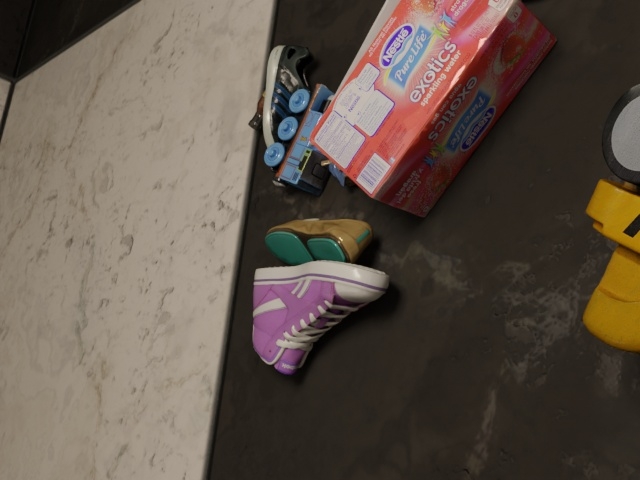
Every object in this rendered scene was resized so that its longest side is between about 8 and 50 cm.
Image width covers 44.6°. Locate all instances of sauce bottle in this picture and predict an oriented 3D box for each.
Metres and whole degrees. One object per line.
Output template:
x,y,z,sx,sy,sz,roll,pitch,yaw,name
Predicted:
-0.087,-0.257,1.414,0.128,0.042,0.042,-53,43,14,sauce bottle

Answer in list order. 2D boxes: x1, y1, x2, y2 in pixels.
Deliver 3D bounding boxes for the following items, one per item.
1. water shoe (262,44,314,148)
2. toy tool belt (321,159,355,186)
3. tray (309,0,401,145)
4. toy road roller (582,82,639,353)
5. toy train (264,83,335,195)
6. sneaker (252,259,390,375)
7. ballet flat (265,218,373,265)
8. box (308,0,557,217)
-0.051,-0.236,1.339,0.080,0.073,0.203,1,90,17,water shoe
0.038,-0.104,1.198,0.083,0.051,0.052,50,144,47,toy tool belt
0.093,-0.241,1.120,0.030,0.145,0.270,42,115,26,tray
0.380,0.022,0.673,0.329,0.202,0.241,41,116,53,toy road roller
-0.016,-0.166,1.275,0.105,0.080,0.184,25,89,40,toy train
-0.006,0.116,1.125,0.282,0.102,0.161,-12,68,55,sneaker
0.000,0.000,1.188,0.073,0.080,0.232,-39,23,-25,ballet flat
0.144,-0.200,1.041,0.154,0.142,0.300,45,107,34,box
